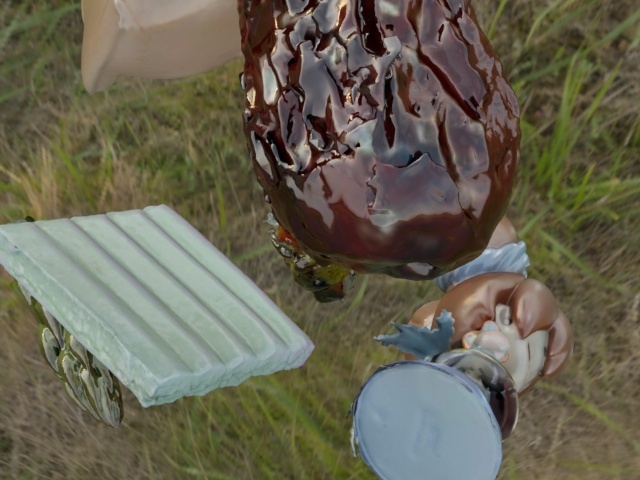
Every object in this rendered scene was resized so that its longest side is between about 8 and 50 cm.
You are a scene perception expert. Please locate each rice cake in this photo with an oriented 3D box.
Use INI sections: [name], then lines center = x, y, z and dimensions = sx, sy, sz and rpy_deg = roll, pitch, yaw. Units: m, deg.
[rice cake]
center = -0.128, 0.041, 0.957
dimensions = 0.189, 0.037, 0.198
rpy_deg = -9, 43, -44

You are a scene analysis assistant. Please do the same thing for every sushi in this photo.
[sushi]
center = -0.001, -0.004, 1.405
dimensions = 0.097, 0.226, 0.103
rpy_deg = -28, 67, 2

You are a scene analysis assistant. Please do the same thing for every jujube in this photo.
[jujube]
center = 0.018, -0.064, 0.446
dimensions = 0.104, 0.104, 0.165
rpy_deg = -5, 67, -4

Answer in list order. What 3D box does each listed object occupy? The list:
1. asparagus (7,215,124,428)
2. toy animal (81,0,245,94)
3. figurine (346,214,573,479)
[asparagus]
center = -0.292, 0.100, 1.419
dimensions = 0.080, 0.080, 0.287
rpy_deg = -30, 63, -10
[toy animal]
center = -0.028, -0.197, 0.828
dimensions = 0.256, 0.212, 0.195
rpy_deg = -1, 41, -13
[figurine]
center = 0.177, 0.152, 1.578
dimensions = 0.248, 0.276, 0.388
rpy_deg = 27, 33, 19
